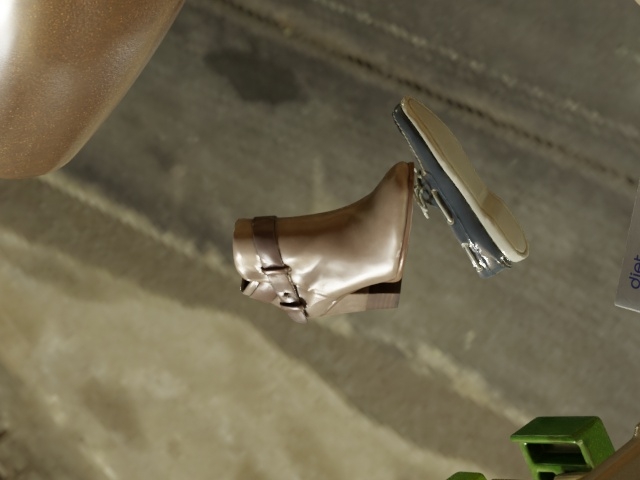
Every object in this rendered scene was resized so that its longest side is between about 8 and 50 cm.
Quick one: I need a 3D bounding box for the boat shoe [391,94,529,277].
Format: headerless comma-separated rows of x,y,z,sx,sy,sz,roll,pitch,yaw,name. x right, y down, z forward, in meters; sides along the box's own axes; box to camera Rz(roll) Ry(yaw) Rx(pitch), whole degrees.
0.161,-0.065,2.130,0.079,0.095,0.254,-33,104,27,boat shoe

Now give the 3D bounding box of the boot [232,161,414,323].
0.000,0.000,0.844,0.087,0.042,0.118,7,138,2,boot

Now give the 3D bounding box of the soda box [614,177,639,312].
0.374,-0.063,1.650,0.098,0.091,0.286,17,101,38,soda box

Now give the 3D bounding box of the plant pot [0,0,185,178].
-0.175,-0.156,1.013,0.215,0.215,0.230,36,134,15,plant pot

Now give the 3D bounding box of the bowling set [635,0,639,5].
0.116,-0.167,0.705,0.287,0.200,0.154,32,133,2,bowling set

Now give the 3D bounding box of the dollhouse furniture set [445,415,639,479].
0.247,0.258,1.431,0.301,0.197,0.151,-9,107,54,dollhouse furniture set
